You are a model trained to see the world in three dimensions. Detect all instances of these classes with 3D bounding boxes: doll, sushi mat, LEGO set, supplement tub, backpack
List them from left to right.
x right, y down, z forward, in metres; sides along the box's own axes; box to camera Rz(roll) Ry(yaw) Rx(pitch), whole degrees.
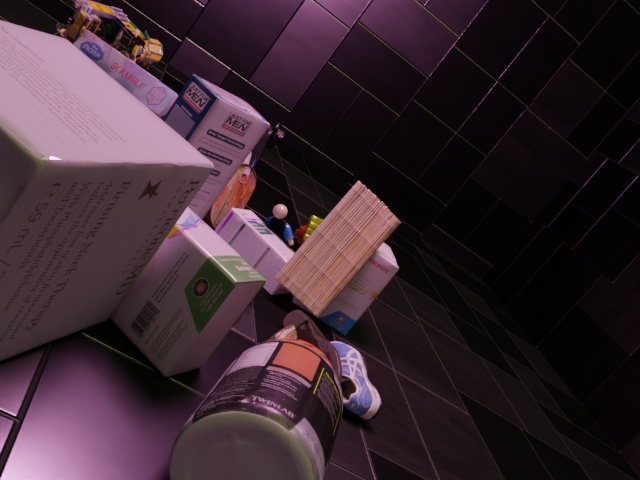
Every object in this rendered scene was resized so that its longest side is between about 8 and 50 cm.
[{"bbox_3d":[-0.591,-0.462,1.780,0.254,0.331,0.192,55,26,14],"label":"LEGO set"},{"bbox_3d":[-0.276,-0.295,2.180,0.213,0.276,0.263,36,1,-14],"label":"backpack"},{"bbox_3d":[-0.072,0.260,0.977,0.194,0.193,0.316,38,14,1],"label":"supplement tub"},{"bbox_3d":[-0.109,-0.012,1.803,0.046,0.188,0.129,-25,44,-31],"label":"doll"},{"bbox_3d":[0.045,0.020,1.655,0.151,0.316,0.019,42,-5,-11],"label":"sushi mat"}]

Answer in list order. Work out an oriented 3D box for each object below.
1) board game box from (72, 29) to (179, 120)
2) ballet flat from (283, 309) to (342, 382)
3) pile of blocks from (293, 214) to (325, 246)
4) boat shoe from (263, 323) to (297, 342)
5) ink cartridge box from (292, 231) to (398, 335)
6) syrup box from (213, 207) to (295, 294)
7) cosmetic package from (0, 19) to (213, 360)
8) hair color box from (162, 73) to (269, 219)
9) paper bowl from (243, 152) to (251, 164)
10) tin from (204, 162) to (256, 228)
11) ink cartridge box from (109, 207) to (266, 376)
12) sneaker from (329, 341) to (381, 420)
[{"bbox_3d":[-0.389,-0.313,1.619,0.318,0.066,0.318,37,-7,23],"label":"board game box"},{"bbox_3d":[-0.013,0.238,1.466,0.058,0.084,0.250,58,-5,-38],"label":"ballet flat"},{"bbox_3d":[0.000,0.000,2.034,0.113,0.148,0.362,25,11,-23],"label":"pile of blocks"},{"bbox_3d":[-0.085,0.225,1.354,0.072,0.068,0.190,51,25,3],"label":"boat shoe"},{"bbox_3d":[0.060,0.084,1.789,0.171,0.232,0.168,35,14,-13],"label":"ink cartridge box"},{"bbox_3d":[-0.152,0.025,1.736,0.237,0.096,0.093,44,15,20],"label":"syrup box"},{"bbox_3d":[-0.418,-0.072,0.892,0.327,0.329,0.394,40,15,9],"label":"cosmetic package"},{"bbox_3d":[-0.284,-0.163,1.480,0.105,0.347,0.174,46,16,31],"label":"hair color box"},{"bbox_3d":[-0.306,-0.254,1.913,0.284,0.148,0.284,35,-17,13],"label":"paper bowl"},{"bbox_3d":[-0.237,-0.117,1.801,0.040,0.189,0.106,22,-10,33],"label":"tin"},{"bbox_3d":[-0.263,0.053,1.144,0.278,0.201,0.117,42,14,17],"label":"ink cartridge box"},{"bbox_3d":[0.055,0.283,1.456,0.081,0.080,0.211,31,14,-38],"label":"sneaker"}]
